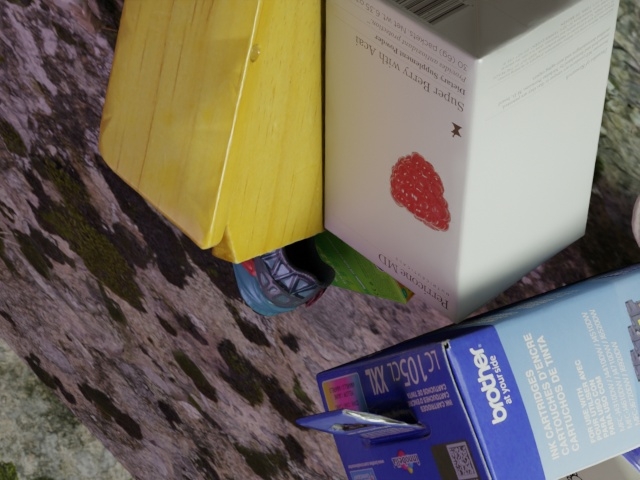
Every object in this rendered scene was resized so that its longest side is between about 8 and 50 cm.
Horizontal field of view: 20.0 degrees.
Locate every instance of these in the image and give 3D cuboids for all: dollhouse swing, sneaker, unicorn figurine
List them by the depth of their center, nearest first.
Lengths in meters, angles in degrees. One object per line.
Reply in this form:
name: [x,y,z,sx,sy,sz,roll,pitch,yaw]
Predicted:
dollhouse swing: [-0.129,-0.187,1.598,0.305,0.347,0.315,18,105,18]
sneaker: [-0.052,-0.049,2.085,0.125,0.104,0.262,-14,100,37]
unicorn figurine: [-0.293,-0.304,2.119,0.111,0.060,0.162,41,155,11]

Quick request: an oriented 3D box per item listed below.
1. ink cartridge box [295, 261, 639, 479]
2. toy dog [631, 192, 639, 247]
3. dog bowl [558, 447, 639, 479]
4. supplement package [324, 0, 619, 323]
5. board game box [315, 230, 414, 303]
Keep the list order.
ink cartridge box: [0.180,0.133,1.630,0.270,0.395,0.151,-23,86,63]
toy dog: [0.328,-0.138,1.275,0.220,0.161,0.334,0,107,7]
dog bowl: [0.307,0.229,1.951,0.265,0.104,0.265,35,153,21]
supplement package: [0.122,-0.111,1.554,0.177,0.175,0.293,36,144,32]
board game box: [0.000,0.000,2.160,0.259,0.039,0.124,10,136,48]
